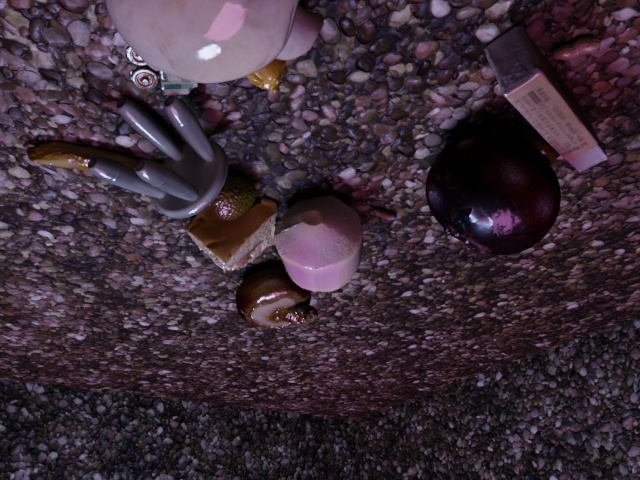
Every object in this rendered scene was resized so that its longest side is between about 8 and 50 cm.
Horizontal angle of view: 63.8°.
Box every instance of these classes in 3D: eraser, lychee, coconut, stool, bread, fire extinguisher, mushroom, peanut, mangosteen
[{"bbox_3d":[0.463,-0.272,1.034,0.344,0.144,0.078,25,136,-38],"label":"eraser"},{"bbox_3d":[-0.228,-0.105,1.269,0.147,0.114,0.114,-18,150,-14],"label":"lychee"},{"bbox_3d":[0.000,0.000,1.365,0.233,0.233,0.245,-4,148,1],"label":"coconut"},{"bbox_3d":[-0.320,-0.171,1.060,0.195,0.195,0.198,8,160,29],"label":"stool"},{"bbox_3d":[-0.249,-0.040,1.402,0.211,0.224,0.183,36,158,15],"label":"bread"},{"bbox_3d":[0.173,-0.075,1.434,0.083,0.022,0.028,15,174,-26],"label":"fire extinguisher"},{"bbox_3d":[-0.141,0.194,1.711,0.279,0.163,0.297,9,147,-3],"label":"mushroom"},{"bbox_3d":[-0.124,-0.358,0.760,0.315,0.314,0.336,-20,165,25],"label":"mushroom"},{"bbox_3d":[0.490,-0.366,0.985,0.083,0.037,0.037,-18,145,18],"label":"peanut"},{"bbox_3d":[0.390,-0.117,1.149,0.297,0.297,0.293,17,121,-29],"label":"mangosteen"}]

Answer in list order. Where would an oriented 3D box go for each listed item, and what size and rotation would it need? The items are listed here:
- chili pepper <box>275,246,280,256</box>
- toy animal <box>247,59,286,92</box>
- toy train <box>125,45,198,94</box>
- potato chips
[{"bbox_3d":[-0.027,0.047,1.575,0.225,0.060,0.098,17,136,-26],"label":"chili pepper"},{"bbox_3d":[-0.144,-0.340,0.956,0.160,0.083,0.070,14,172,-7],"label":"toy animal"},{"bbox_3d":[-0.284,-0.349,0.913,0.125,0.080,0.194,-7,147,-14],"label":"toy train"},{"bbox_3d":[-0.459,-0.163,1.203,0.407,0.057,0.080,14,140,-26],"label":"potato chips"}]
